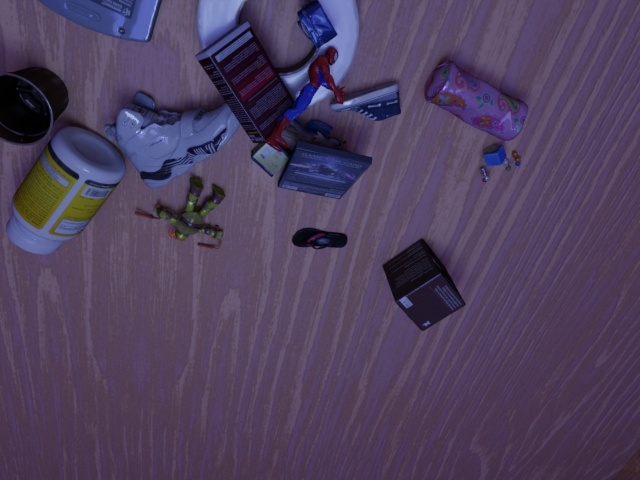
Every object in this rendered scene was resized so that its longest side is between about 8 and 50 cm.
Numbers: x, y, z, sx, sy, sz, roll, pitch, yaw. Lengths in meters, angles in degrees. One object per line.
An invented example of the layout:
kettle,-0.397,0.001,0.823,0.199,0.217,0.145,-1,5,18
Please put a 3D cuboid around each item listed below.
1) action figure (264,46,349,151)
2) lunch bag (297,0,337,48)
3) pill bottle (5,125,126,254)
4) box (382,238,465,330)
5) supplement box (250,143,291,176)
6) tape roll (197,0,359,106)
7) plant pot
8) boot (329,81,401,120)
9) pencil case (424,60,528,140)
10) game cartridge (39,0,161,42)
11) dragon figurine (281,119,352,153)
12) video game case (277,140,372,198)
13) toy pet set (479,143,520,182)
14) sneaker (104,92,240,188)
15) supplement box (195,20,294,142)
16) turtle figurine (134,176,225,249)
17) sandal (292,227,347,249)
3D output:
action figure,-0.005,-0.324,1.101,0.139,0.091,0.281,30,82,-20
lunch bag,-0.014,-0.495,1.052,0.065,0.067,0.098,-32,119,13
pill bottle,-0.686,-0.122,1.226,0.187,0.188,0.334,37,111,-25
box,0.329,0.141,1.491,0.167,0.203,0.168,-35,119,15
supplement box,-0.137,-0.240,1.288,0.083,0.056,0.083,-40,118,17
tape roll,-0.098,-0.510,1.116,0.391,0.072,0.393,-3,122,-5
plant pot,-0.700,-0.334,1.105,0.166,0.165,0.167,-3,121,-5
boot,0.124,-0.355,1.236,0.189,0.069,0.086,-15,119,2
pencil case,0.420,-0.372,1.234,0.283,0.124,0.124,20,118,-18
game cartridge,-0.513,-0.584,1.037,0.297,0.062,0.198,21,122,-18
dragon figurine,-0.002,-0.274,1.264,0.289,0.144,0.085,10,121,-35
video game case,0.002,-0.182,1.251,0.195,0.026,0.274,10,163,-12
toy pet set,0.534,-0.229,1.363,0.122,0.065,0.114,-28,121,11
sneaker,-0.374,-0.292,1.168,0.365,0.137,0.210,-28,122,22
supplement box,-0.164,-0.364,1.083,0.130,0.073,0.240,-46,122,-21
turtle figurine,-0.387,-0.076,1.346,0.269,0.087,0.217,26,116,-20
sandal,0.000,0.000,1.462,0.179,0.040,0.067,3,122,-8
